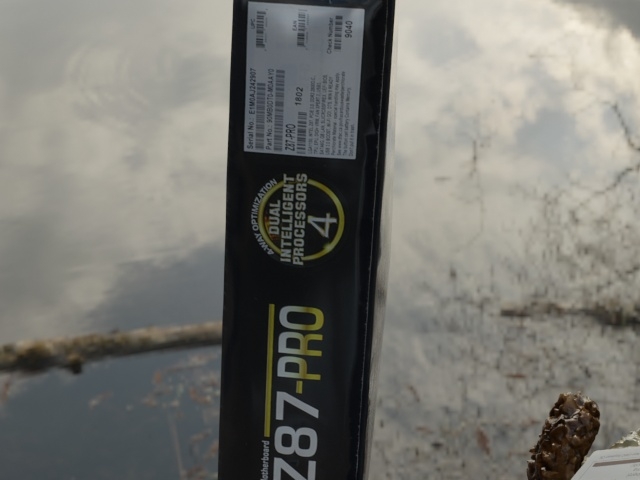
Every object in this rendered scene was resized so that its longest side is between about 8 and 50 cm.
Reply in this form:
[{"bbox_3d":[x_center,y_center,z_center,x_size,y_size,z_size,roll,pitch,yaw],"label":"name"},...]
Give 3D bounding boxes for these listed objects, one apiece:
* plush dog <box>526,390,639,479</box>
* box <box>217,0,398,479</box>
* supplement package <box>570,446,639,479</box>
[{"bbox_3d":[0.260,0.185,0.871,0.225,0.262,0.210,-24,24,18],"label":"plush dog"},{"bbox_3d":[0.000,0.000,0.864,0.097,0.394,0.318,4,20,5],"label":"box"},{"bbox_3d":[0.236,0.208,0.593,0.145,0.204,0.262,-38,12,-38],"label":"supplement package"}]
